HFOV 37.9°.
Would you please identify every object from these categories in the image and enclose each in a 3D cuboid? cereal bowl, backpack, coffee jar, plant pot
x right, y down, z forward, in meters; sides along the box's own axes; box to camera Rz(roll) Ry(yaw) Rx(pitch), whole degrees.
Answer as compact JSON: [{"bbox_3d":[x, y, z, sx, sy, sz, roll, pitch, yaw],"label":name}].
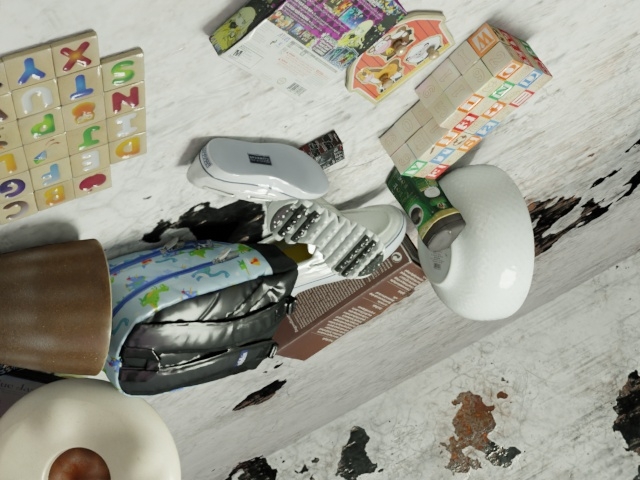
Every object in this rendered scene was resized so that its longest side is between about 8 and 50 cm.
[{"bbox_3d":[0.302,0.008,1.970,0.141,0.339,0.339,-5,150,-21],"label":"cereal bowl"},{"bbox_3d":[-0.252,0.139,1.658,0.355,0.273,0.290,-29,149,-49],"label":"backpack"},{"bbox_3d":[0.212,-0.071,1.858,0.079,0.184,0.096,-17,155,-29],"label":"coffee jar"},{"bbox_3d":[-0.456,0.103,1.406,0.230,0.215,0.215,1,145,-28],"label":"plant pot"}]

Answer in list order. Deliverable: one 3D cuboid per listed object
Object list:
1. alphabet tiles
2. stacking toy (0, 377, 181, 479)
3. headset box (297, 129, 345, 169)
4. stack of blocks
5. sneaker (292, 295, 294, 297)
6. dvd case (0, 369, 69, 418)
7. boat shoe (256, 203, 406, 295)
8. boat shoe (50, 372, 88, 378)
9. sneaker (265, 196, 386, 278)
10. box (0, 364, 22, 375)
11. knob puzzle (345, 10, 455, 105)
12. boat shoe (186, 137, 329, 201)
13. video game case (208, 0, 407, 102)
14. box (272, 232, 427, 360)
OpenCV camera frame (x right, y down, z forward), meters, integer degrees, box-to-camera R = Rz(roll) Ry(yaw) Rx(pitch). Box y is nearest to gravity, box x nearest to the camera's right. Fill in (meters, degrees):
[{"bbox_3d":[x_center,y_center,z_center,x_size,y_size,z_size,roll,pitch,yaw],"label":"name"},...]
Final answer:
[{"bbox_3d":[-0.364,-0.135,1.224,0.285,0.011,0.342,-22,157,-20],"label":"alphabet tiles"},{"bbox_3d":[-0.413,0.433,1.797,0.350,0.351,0.480,-29,174,-2],"label":"stacking toy"},{"bbox_3d":[-0.002,-0.149,1.624,0.083,0.032,0.062,-28,158,-4],"label":"headset box"},{"bbox_3d":[0.247,-0.239,1.667,0.297,0.087,0.171,-42,155,28],"label":"stack of blocks"},{"bbox_3d":[-0.046,0.056,1.976,0.237,0.085,0.086,-40,-171,9],"label":"sneaker"},{"bbox_3d":[-0.582,0.320,1.805,0.180,0.022,0.253,17,137,-19],"label":"dvd case"},{"bbox_3d":[-0.005,-0.006,1.835,0.367,0.136,0.156,-20,145,-5],"label":"boat shoe"},{"bbox_3d":[-0.527,0.329,1.906,0.104,0.089,0.285,18,136,-21],"label":"boat shoe"},{"bbox_3d":[0.010,-0.026,1.692,0.110,0.118,0.292,-45,131,14],"label":"sneaker"},{"bbox_3d":[-0.547,0.166,1.594,0.175,0.051,0.220,-17,154,-30],"label":"box"},{"bbox_3d":[0.122,-0.290,1.476,0.213,0.030,0.213,-25,158,-11],"label":"knob puzzle"},{"bbox_3d":[-0.101,-0.107,1.521,0.258,0.095,0.084,13,144,-40],"label":"boat shoe"},{"bbox_3d":[-0.010,-0.295,1.280,0.210,0.042,0.232,-37,157,18],"label":"video game case"},{"bbox_3d":[0.047,0.116,2.127,0.381,0.143,0.191,-36,158,10],"label":"box"}]
